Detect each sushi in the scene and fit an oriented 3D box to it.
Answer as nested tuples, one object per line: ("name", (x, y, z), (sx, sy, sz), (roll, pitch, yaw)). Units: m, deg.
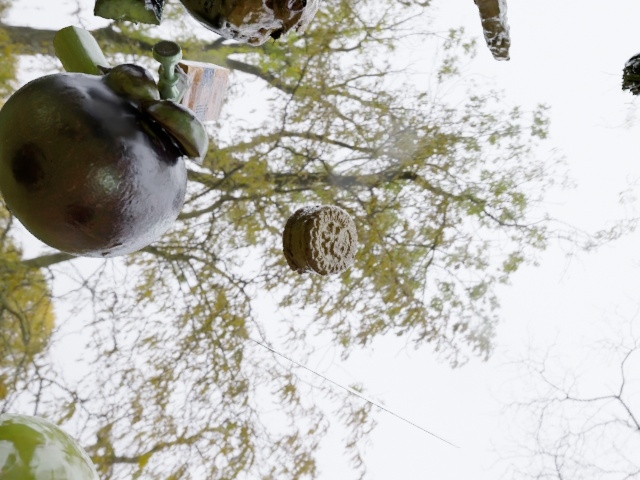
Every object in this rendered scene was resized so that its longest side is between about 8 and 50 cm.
("sushi", (-0.092, -0.399, 0.781), (0.204, 0.200, 0.213), (47, -39, 4))

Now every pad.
("pad", (0.098, 0.192, 0.420), (0.055, 0.250, 0.323), (-45, -115, -6))

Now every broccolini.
("broccolini", (0.329, -0.183, 0.494), (0.057, 0.254, 0.071), (-2, -80, 28))

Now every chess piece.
("chess piece", (-0.230, -0.254, 0.775), (0.042, 0.042, 0.093), (48, -28, 19))

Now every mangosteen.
("mangosteen", (-0.345, -0.125, 0.815), (0.330, 0.330, 0.330), (15, -67, 37))

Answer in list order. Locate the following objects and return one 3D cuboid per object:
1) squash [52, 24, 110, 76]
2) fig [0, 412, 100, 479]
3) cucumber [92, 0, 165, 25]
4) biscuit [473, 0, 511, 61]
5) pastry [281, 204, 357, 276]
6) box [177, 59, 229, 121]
("squash", (-0.492, -0.362, 1.076), (0.188, 0.095, 0.095), (55, -48, 29))
("fig", (-0.348, 0.357, 0.540), (0.258, 0.258, 0.326), (13, -57, 38))
("cucumber", (-0.221, -0.332, 0.606), (0.062, 0.078, 0.211), (112, -25, -43))
("biscuit", (0.173, -0.322, 0.556), (0.032, 0.250, 0.133), (-8, -116, 27))
("pastry", (0.000, 0.000, 1.258), (0.103, 0.188, 0.189), (0, -76, 46))
("box", (-0.338, -0.401, 1.377), (0.070, 0.237, 0.152), (22, -69, 12))
